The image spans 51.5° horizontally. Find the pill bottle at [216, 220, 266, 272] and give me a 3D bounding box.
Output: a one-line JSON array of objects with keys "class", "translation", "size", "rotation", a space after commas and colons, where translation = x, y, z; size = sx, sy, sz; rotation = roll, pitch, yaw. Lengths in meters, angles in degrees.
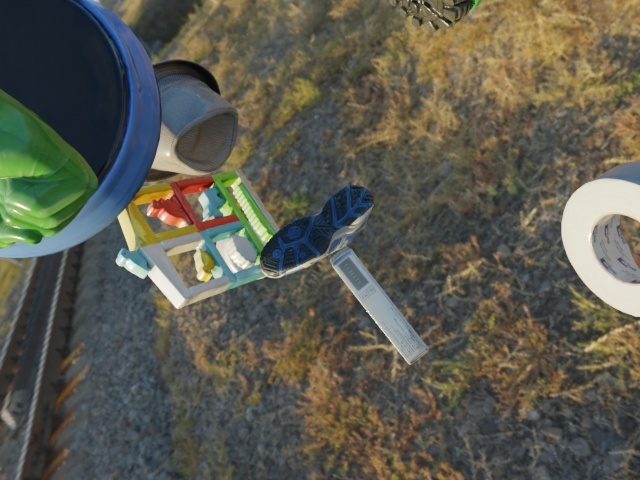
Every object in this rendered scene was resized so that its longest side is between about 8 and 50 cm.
[{"class": "pill bottle", "translation": [-0.179, 0.018, 1.581], "size": [0.131, 0.131, 0.229], "rotation": [-61, 16, -6]}]

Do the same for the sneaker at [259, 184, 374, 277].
[{"class": "sneaker", "translation": [0.000, 0.000, 1.046], "size": [0.211, 0.081, 0.080], "rotation": [-32, 61, -15]}]

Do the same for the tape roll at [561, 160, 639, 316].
[{"class": "tape roll", "translation": [0.462, -0.001, 0.964], "size": [0.072, 0.219, 0.219], "rotation": [-26, 12, -24]}]

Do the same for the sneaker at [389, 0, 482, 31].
[{"class": "sneaker", "translation": [0.080, -0.399, 0.745], "size": [0.146, 0.344, 0.134], "rotation": [-38, -2, -15]}]

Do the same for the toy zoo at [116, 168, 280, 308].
[{"class": "toy zoo", "translation": [-0.184, -0.009, 1.018], "size": [0.293, 0.192, 0.030], "rotation": [-18, -21, -49]}]

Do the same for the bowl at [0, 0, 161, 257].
[{"class": "bowl", "translation": [-0.418, -0.174, 0.913], "size": [0.391, 0.391, 0.077], "rotation": [-59, -8, -2]}]

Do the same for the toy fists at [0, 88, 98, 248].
[{"class": "toy fists", "translation": [-0.319, -0.052, 0.627], "size": [0.279, 0.142, 0.096], "rotation": [-10, 53, 42]}]

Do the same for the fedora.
[{"class": "fedora", "translation": [-0.249, -0.202, 1.233], "size": [0.275, 0.124, 0.244], "rotation": [-15, -51, -59]}]

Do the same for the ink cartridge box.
[{"class": "ink cartridge box", "translation": [0.124, 0.134, 1.506], "size": [0.060, 0.275, 0.239], "rotation": [-38, 3, 0]}]
